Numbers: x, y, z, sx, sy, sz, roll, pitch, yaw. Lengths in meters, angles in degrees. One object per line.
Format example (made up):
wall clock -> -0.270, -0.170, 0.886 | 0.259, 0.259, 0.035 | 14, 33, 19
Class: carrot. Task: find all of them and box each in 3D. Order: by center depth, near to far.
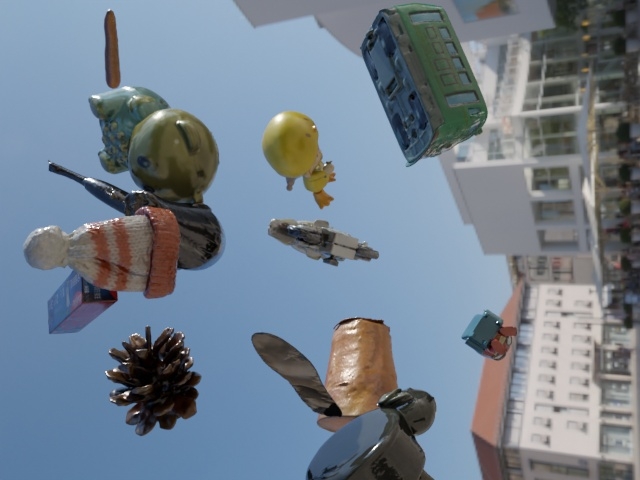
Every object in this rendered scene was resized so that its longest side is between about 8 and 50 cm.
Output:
carrot -> 0.096, 0.304, 1.383 | 0.196, 0.195, 0.254 | 52, -146, -50
carrot -> -0.554, -0.502, 1.608 | 0.248, 0.043, 0.043 | 110, -177, -51

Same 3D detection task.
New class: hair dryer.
hair dryer -> -0.331, -0.063, 0.989 | 0.120, 0.359, 0.303 | -64, -14, -4

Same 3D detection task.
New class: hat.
hat -> -0.250, 0.014, 0.695 | 0.162, 0.093, 0.112 | -2, -67, -34

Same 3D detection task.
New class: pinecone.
pinecone -> -0.374, 0.298, 1.346 | 0.202, 0.229, 0.201 | -19, -50, -31

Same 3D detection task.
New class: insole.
insole -> -0.024, 0.161, 0.710 | 0.188, 0.064, 0.004 | 59, -141, -39

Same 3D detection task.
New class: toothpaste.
toothpaste -> -0.467, 0.117, 1.171 | 0.066, 0.320, 0.077 | 0, -106, -35

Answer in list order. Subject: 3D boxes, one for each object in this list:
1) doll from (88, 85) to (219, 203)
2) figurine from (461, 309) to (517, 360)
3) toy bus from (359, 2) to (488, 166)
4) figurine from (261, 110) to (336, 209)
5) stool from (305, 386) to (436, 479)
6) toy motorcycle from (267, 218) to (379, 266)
doll -> -0.295, -0.170, 1.111 | 0.161, 0.260, 0.177 | -23, -48, -35
figurine -> 0.273, 0.159, 0.986 | 0.068, 0.075, 0.140 | -57, -19, -8
toy bus -> 0.243, -0.363, 1.399 | 0.199, 0.183, 0.344 | -16, -100, -19
figurine -> -0.052, -0.252, 1.912 | 0.344, 0.187, 0.215 | 52, -160, -50
stool -> 0.093, 0.311, 0.832 | 0.139, 0.228, 0.153 | 53, 171, -5
toy motorcycle -> 0.000, 0.000, 1.116 | 0.228, 0.151, 0.074 | 14, -89, -45
